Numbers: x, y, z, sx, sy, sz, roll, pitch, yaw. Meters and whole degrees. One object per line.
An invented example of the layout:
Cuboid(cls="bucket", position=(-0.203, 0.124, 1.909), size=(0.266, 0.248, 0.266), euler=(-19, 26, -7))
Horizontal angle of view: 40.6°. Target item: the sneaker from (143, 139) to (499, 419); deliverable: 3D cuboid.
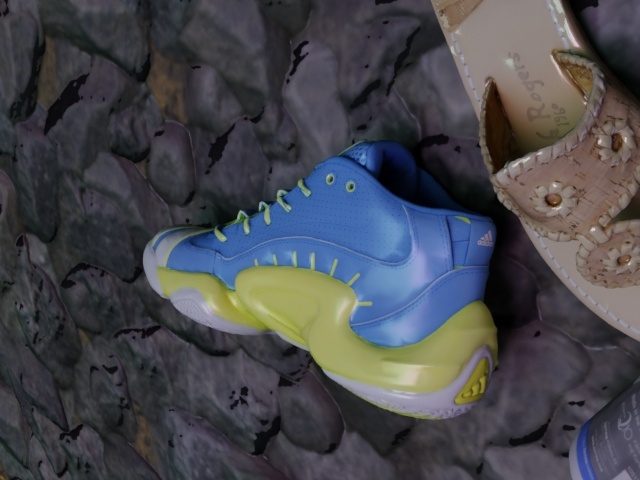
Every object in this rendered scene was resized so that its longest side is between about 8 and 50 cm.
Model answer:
Cuboid(cls="sneaker", position=(0.000, 0.000, 0.478), size=(0.240, 0.091, 0.126), euler=(20, 100, 36))

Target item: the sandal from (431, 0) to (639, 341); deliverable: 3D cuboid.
Cuboid(cls="sandal", position=(0.090, -0.048, 0.367), size=(0.088, 0.079, 0.240), euler=(-27, 87, 44))

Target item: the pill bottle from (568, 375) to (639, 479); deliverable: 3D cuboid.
Cuboid(cls="pill bottle", position=(0.169, 0.069, 0.342), size=(0.078, 0.078, 0.137), euler=(48, 131, 18))
